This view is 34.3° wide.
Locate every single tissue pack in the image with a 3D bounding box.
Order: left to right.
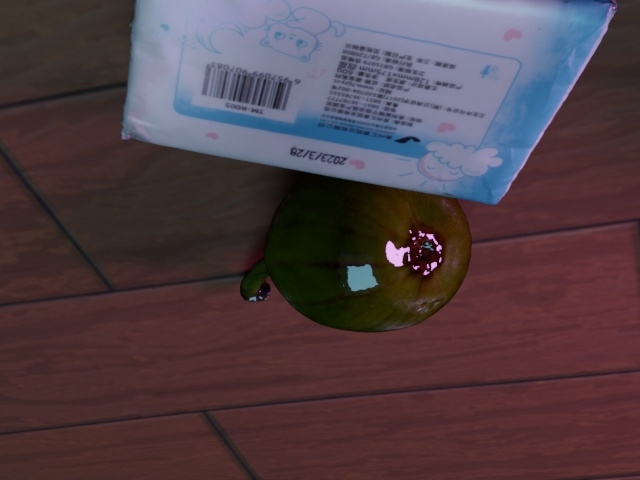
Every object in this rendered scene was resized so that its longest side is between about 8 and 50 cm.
[{"bbox_3d":[0.019,-0.136,0.654,0.271,0.124,0.201,9,141,-8],"label":"tissue pack"}]

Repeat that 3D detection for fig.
[{"bbox_3d":[0.000,0.000,0.865,0.151,0.151,0.259,35,160,-34],"label":"fig"}]
